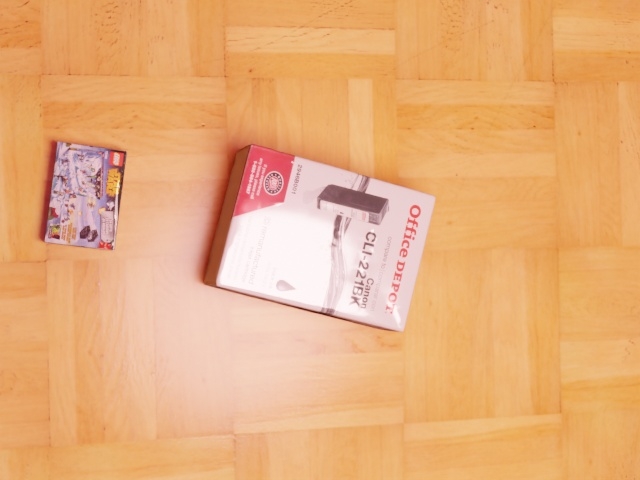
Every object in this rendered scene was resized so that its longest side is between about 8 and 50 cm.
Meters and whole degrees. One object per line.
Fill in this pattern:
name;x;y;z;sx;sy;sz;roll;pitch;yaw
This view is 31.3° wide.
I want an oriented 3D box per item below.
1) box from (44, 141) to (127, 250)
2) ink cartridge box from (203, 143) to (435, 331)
box;-0.315;-0.059;1.535;0.094;0.027;0.137;8;88;-13
ink cartridge box;0.000;0.000;1.570;0.272;0.114;0.197;15;86;-15
